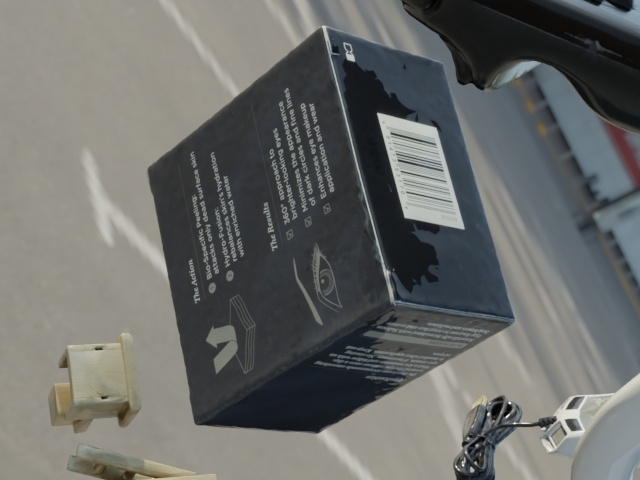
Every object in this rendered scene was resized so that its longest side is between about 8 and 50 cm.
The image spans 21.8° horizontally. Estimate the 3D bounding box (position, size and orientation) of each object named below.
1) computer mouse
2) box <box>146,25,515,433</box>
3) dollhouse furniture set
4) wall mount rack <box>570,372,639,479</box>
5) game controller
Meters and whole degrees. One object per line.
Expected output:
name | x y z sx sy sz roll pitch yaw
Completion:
computer mouse | 0.195 0.142 1.190 0.106 0.193 0.042 -61 143 -64
box | 0.000 0.000 0.867 0.093 0.158 0.156 11 57 -42
dollhouse furniture set | -0.140 0.171 1.175 0.182 0.101 0.161 130 -46 -59
wall mount rack | 0.204 0.150 0.381 0.304 0.350 0.130 115 -14 -48
game controller | 0.146 -0.103 0.725 0.319 0.166 0.067 -35 138 -65
